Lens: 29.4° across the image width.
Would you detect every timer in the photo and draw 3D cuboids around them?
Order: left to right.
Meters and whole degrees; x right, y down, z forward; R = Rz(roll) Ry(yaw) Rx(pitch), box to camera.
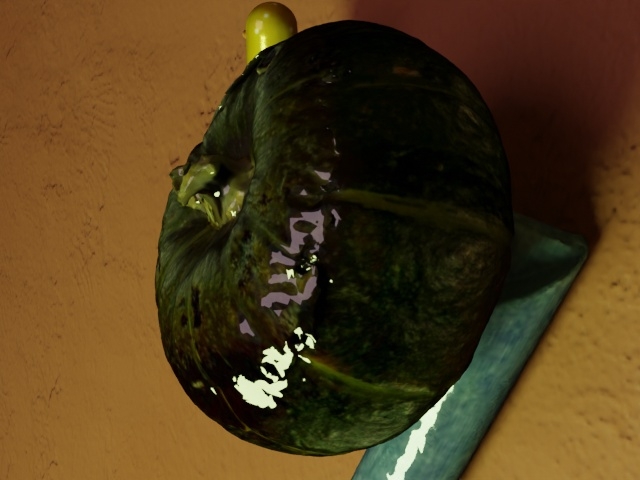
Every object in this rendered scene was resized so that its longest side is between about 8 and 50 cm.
[{"bbox_3d":[-0.001,-0.098,0.793,0.107,0.107,0.109,41,140,51],"label":"timer"}]

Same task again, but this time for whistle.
[{"bbox_3d":[0.064,0.115,0.720,0.062,0.062,0.304,55,131,44],"label":"whistle"}]

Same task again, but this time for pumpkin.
[{"bbox_3d":[-0.003,0.000,0.649,0.238,0.159,0.237,-166,90,-72],"label":"pumpkin"}]
